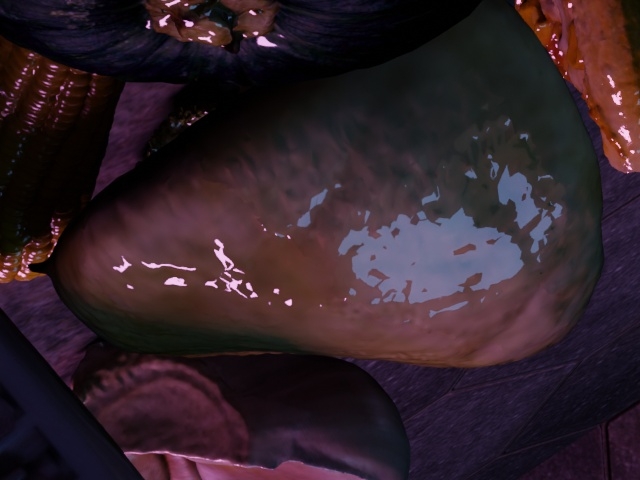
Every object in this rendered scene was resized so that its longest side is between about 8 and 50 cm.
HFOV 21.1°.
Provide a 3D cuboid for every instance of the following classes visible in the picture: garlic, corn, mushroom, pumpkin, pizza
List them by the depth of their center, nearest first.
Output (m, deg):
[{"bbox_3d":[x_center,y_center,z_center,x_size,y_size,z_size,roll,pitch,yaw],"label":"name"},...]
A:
[{"bbox_3d":[-0.036,-0.145,0.607,0.233,0.163,0.233,-4,162,-1],"label":"pumpkin"},{"bbox_3d":[-0.004,0.006,0.830,0.217,0.212,0.292,-40,-163,-9],"label":"mushroom"},{"bbox_3d":[-0.137,-0.057,0.844,0.080,0.080,0.231,-20,157,-33],"label":"corn"},{"bbox_3d":[0.158,-0.143,1.060,0.062,0.182,0.161,-18,-159,-4],"label":"pizza"},{"bbox_3d":[-0.063,0.164,1.330,0.237,0.210,0.292,-40,152,2],"label":"garlic"}]

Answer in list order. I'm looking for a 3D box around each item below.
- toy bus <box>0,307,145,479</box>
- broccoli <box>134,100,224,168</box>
[{"bbox_3d":[-0.176,0.113,0.822,0.136,0.330,0.109,-42,162,-5],"label":"toy bus"},{"bbox_3d":[-0.052,-0.015,1.028,0.145,0.138,0.162,-19,118,-25],"label":"broccoli"}]
